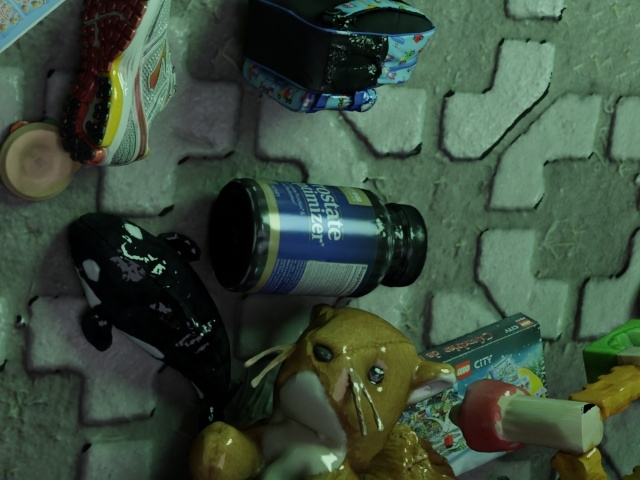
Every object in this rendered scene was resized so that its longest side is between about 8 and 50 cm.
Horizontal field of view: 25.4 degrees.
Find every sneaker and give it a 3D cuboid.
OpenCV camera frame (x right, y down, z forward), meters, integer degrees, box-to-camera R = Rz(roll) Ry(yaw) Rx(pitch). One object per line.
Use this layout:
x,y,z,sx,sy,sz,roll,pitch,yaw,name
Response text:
-0.188,-0.182,1.416,0.093,0.088,0.225,8,102,-50,sneaker

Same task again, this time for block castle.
0.372,0.239,1.719,0.453,0.213,0.303,-26,107,-39,block castle

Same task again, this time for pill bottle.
0.000,0.000,1.536,0.219,0.123,0.123,3,104,-29,pill bottle

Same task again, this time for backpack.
0.024,-0.203,1.475,0.173,0.158,0.117,-8,118,-38,backpack

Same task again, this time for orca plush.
-0.160,0.096,1.492,0.151,0.102,0.287,-27,116,-18,orca plush

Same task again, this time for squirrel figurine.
-0.002,0.260,1.545,0.397,0.281,0.370,34,78,-59,squirrel figurine

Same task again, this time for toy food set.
-0.283,-0.081,1.421,0.082,0.020,0.083,39,86,-31,toy food set

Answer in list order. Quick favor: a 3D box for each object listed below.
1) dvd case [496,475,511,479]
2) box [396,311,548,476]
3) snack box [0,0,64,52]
0.273,0.425,1.809,0.221,0.018,0.164,46,45,-35,dvd case
0.170,0.201,1.732,0.233,0.044,0.159,-19,114,-22,box
-0.266,-0.260,1.374,0.178,0.022,0.064,-42,121,-11,snack box
